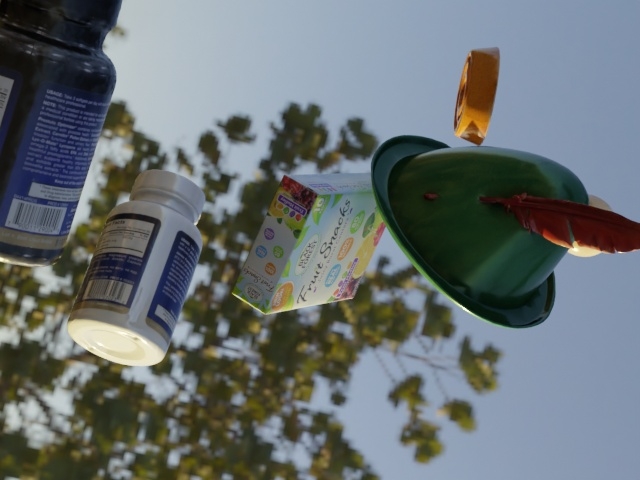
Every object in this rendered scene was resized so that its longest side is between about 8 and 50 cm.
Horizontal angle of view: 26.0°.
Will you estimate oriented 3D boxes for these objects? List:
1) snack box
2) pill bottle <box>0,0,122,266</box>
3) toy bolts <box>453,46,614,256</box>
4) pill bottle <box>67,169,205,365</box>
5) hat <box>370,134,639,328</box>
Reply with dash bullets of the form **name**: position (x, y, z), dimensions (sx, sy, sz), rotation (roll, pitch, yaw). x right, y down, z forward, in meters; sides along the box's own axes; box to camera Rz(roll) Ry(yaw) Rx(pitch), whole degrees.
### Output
- **snack box**: position (0.000, 0.000, 1.058), dimensions (0.141, 0.037, 0.100), rotation (-5, 122, -61)
- **pill bottle**: position (-0.231, -0.099, 1.085), dimensions (0.123, 0.123, 0.219), rotation (-137, -115, -72)
- **toy bolts**: position (0.209, -0.066, 1.374), dimensions (0.228, 0.158, 0.218), rotation (-86, -174, -71)
- **pill bottle**: position (-0.164, 0.023, 1.285), dimensions (0.094, 0.094, 0.169), rotation (-45, -155, 59)
- **hat**: position (0.168, -0.048, 1.007), dimensions (0.183, 0.208, 0.173), rotation (-45, 178, 36)
